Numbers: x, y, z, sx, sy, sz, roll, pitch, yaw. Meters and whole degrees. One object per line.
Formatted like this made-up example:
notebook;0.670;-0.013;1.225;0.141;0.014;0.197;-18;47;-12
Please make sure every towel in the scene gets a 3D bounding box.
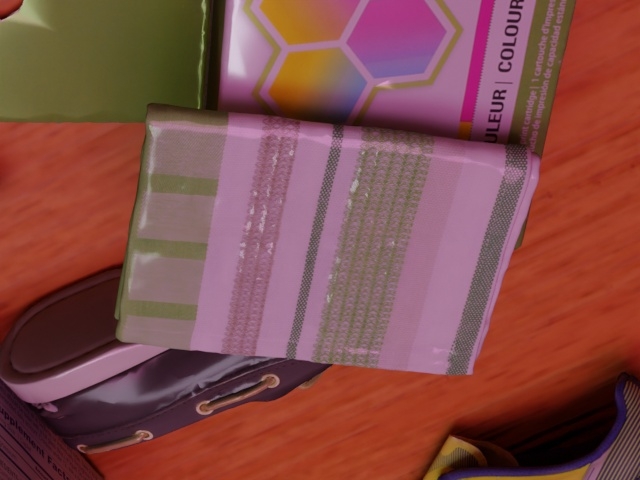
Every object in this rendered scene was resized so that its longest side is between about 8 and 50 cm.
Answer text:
towel;0.000;0.000;0.594;0.152;0.023;0.113;7;123;-10

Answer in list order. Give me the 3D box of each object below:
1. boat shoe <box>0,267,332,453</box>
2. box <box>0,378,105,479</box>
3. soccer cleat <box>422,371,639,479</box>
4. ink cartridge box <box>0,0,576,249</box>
boat shoe;-0.034;0.038;0.697;0.228;0.081;0.068;-18;128;13
box;-0.156;0.145;0.705;0.072;0.137;0.126;-22;134;9
soccer cleat;0.075;0.167;0.810;0.289;0.093;0.121;-31;92;18
ink cartridge box;-0.038;-0.098;0.589;0.255;0.097;0.188;1;125;-9
